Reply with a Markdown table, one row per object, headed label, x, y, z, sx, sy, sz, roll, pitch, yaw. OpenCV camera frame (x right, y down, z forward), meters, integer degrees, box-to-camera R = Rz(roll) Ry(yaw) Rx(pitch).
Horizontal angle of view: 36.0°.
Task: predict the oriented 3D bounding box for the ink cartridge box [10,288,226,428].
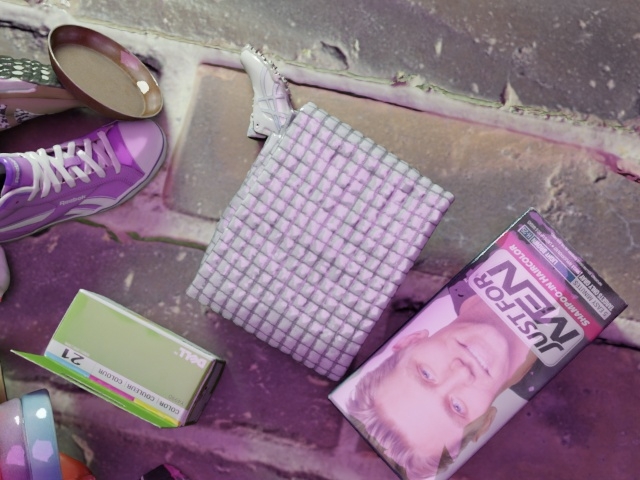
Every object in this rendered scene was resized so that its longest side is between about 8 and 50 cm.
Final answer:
| label | x | y | z | sx | sy | sz | roll | pitch | yaw |
| --- | --- | --- | --- | --- | --- | --- | --- | --- | --- |
| ink cartridge box | -0.223 | 0.137 | 1.152 | 0.189 | 0.255 | 0.097 | 27 | 82 | 4 |

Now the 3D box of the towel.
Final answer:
| label | x | y | z | sx | sy | sz | roll | pitch | yaw |
| --- | --- | --- | --- | --- | --- | --- | --- | --- | --- |
| towel | 0.000 | 0.000 | 1.230 | 0.235 | 0.121 | 0.283 | 31 | 94 | 6 |

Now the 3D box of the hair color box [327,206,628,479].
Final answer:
| label | x | y | z | sx | sy | sz | roll | pitch | yaw |
| --- | --- | --- | --- | --- | --- | --- | --- | --- | --- |
| hair color box | 0.192 | 0.140 | 1.227 | 0.347 | 0.105 | 0.174 | -43 | 83 | -5 |

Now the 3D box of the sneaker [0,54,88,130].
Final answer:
| label | x | y | z | sx | sy | sz | roll | pitch | yaw |
| --- | --- | --- | --- | --- | --- | --- | --- | --- | --- |
| sneaker | -0.493 | -0.130 | 1.281 | 0.410 | 0.158 | 0.182 | -10 | 114 | -5 |

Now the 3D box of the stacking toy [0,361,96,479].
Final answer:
| label | x | y | z | sx | sy | sz | roll | pitch | yaw |
| --- | --- | --- | --- | --- | --- | --- | --- | --- | --- |
| stacking toy | -0.339 | 0.207 | 1.145 | 0.130 | 0.309 | 0.279 | -9 | 66 | -17 |

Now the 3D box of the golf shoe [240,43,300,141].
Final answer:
| label | x | y | z | sx | sy | sz | roll | pitch | yaw |
| --- | --- | --- | --- | --- | --- | --- | --- | --- | --- |
| golf shoe | -0.071 | -0.174 | 1.299 | 0.086 | 0.069 | 0.176 | -33 | 81 | 1 |

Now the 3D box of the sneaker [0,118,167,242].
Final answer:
| label | x | y | z | sx | sy | sz | roll | pitch | yaw |
| --- | --- | --- | --- | --- | --- | --- | --- | --- | --- |
| sneaker | -0.328 | -0.082 | 1.237 | 0.282 | 0.161 | 0.102 | -30 | 81 | -6 |

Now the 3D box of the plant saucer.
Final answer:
| label | x | y | z | sx | sy | sz | roll | pitch | yaw |
| --- | --- | --- | --- | --- | --- | --- | --- | --- | --- |
| plant saucer | -0.281 | -0.211 | 1.270 | 0.168 | 0.168 | 0.029 | 47 | 118 | 7 |

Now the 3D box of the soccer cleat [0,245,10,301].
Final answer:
| label | x | y | z | sx | sy | sz | roll | pitch | yaw |
| --- | --- | --- | --- | --- | --- | --- | --- | --- | --- |
| soccer cleat | -0.498 | 0.050 | 1.268 | 0.196 | 0.068 | 0.076 | -6 | 66 | -2 |

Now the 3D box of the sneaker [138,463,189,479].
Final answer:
| label | x | y | z | sx | sy | sz | roll | pitch | yaw |
| --- | --- | --- | --- | --- | --- | --- | --- | --- | --- |
| sneaker | -0.182 | 0.367 | 1.212 | 0.077 | 0.072 | 0.178 | -48 | 60 | 33 |
